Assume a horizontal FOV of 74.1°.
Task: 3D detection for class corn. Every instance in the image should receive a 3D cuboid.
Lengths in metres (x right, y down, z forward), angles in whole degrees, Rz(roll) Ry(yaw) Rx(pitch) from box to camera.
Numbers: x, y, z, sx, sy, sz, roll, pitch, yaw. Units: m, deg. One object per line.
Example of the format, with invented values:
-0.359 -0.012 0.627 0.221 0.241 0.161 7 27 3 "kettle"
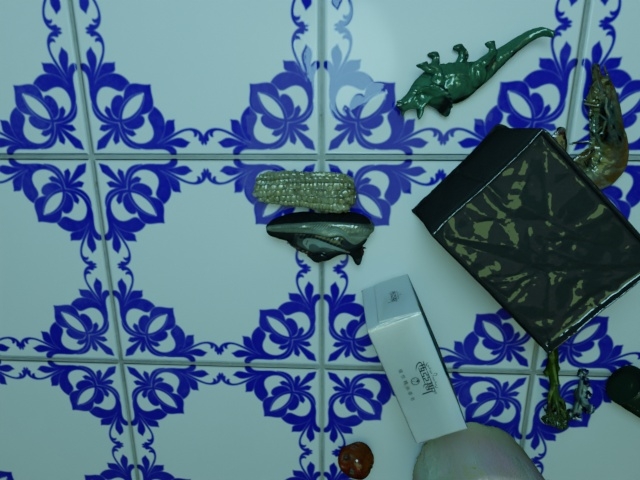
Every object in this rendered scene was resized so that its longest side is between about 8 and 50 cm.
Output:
-0.029 -0.105 0.879 0.211 0.087 0.087 8 106 8 "corn"

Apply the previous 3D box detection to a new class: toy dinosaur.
0.272 -0.333 0.799 0.292 0.079 0.120 -37 106 14 "toy dinosaur"

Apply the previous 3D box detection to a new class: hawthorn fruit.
0.085 0.545 1.052 0.093 0.093 0.093 1 105 3 "hawthorn fruit"

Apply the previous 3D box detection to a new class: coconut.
0.365 0.596 0.926 0.298 0.309 0.297 1 106 3 "coconut"

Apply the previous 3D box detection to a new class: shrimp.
0.524 -0.211 0.831 0.144 0.052 0.250 -13 105 9 "shrimp"

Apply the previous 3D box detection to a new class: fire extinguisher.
0.809 0.394 0.961 0.311 0.095 0.114 33 74 -5 "fire extinguisher"

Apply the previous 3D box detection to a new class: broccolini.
0.548 0.329 0.982 0.058 0.067 0.216 -3 96 1 "broccolini"

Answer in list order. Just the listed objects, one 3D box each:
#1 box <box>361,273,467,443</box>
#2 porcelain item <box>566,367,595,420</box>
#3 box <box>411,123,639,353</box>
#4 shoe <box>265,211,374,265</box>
0.192 0.238 0.893 0.116 0.203 0.274 -22 103 9 "box"
0.605 0.368 0.972 0.021 0.075 0.136 5 106 3 "porcelain item"
0.390 -0.009 0.813 0.345 0.204 0.251 43 104 -8 "box"
0.000 0.000 0.898 0.228 0.099 0.112 -1 113 3 "shoe"
